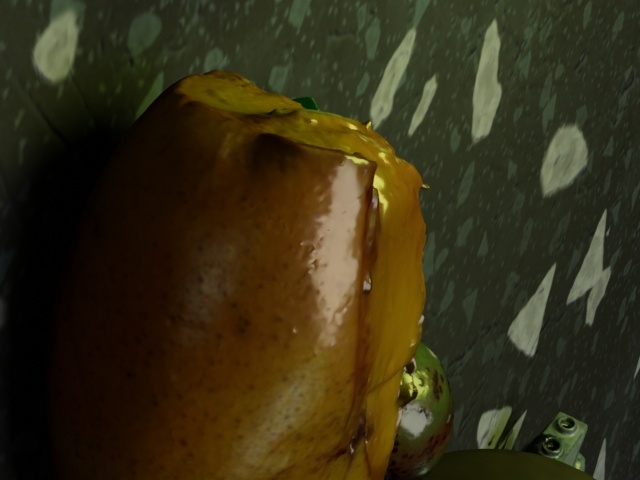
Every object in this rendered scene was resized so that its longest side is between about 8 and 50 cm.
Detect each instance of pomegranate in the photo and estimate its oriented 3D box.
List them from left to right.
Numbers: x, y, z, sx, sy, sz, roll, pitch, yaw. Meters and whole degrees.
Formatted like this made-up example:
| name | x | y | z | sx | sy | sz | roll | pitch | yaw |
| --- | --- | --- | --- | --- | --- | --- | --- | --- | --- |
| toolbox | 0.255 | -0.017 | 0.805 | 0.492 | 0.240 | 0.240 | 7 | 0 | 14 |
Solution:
| name | x | y | z | sx | sy | sz | roll | pitch | yaw |
| --- | --- | --- | --- | --- | --- | --- | --- | --- | --- |
| pomegranate | 0.036 | 0.109 | 1.334 | 0.130 | 0.130 | 0.130 | -48 | 148 | -44 |

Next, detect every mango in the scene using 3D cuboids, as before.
| name | x | y | z | sx | sy | sz | roll | pitch | yaw |
| --- | --- | --- | --- | --- | --- | --- | --- | --- | --- |
| mango | -0.048 | 0.073 | 1.048 | 0.201 | 0.199 | 0.350 | -101 | -160 | -57 |

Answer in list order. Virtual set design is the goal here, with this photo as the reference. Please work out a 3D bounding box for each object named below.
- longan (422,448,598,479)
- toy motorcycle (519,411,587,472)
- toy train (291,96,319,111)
| name | x | y | z | sx | sy | sz | roll | pitch | yaw |
| --- | --- | --- | --- | --- | --- | --- | --- | --- | --- |
| longan | 0.100 | 0.315 | 1.355 | 0.361 | 0.361 | 0.361 | -48 | 148 | -44 |
| toy motorcycle | 0.168 | 0.255 | 1.775 | 0.270 | 0.106 | 0.159 | -48 | 154 | -36 |
| toy train | 0.000 | 0.000 | 1.205 | 0.071 | 0.104 | 0.178 | -22 | 151 | -3 |
